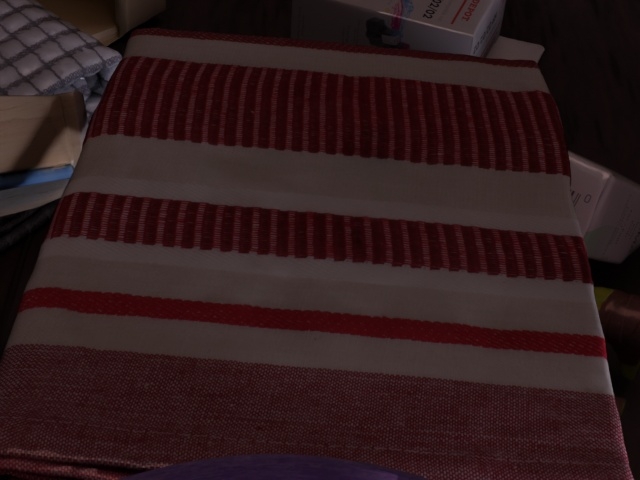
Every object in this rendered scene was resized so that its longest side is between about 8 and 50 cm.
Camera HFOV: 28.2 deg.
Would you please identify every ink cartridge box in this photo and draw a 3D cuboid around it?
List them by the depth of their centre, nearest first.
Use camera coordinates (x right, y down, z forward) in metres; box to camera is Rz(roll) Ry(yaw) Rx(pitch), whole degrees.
[{"bbox_3d":[0.129,-0.044,0.805,0.181,0.056,0.224,30,8,28],"label":"ink cartridge box"},{"bbox_3d":[0.079,-0.170,0.981,0.181,0.061,0.104,17,43,13],"label":"ink cartridge box"}]

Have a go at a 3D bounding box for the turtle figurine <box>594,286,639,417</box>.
[{"bbox_3d":[0.081,0.030,0.736,0.217,0.087,0.269,22,40,15],"label":"turtle figurine"}]

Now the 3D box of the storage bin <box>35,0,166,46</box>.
[{"bbox_3d":[-0.245,-0.303,0.952,0.260,0.262,0.123,28,44,24],"label":"storage bin"}]

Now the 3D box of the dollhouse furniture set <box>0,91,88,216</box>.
[{"bbox_3d":[-0.233,0.098,0.591,0.286,0.303,0.198,-7,4,16],"label":"dollhouse furniture set"}]

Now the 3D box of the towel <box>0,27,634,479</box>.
[{"bbox_3d":[0.000,0.000,0.570,0.237,0.037,0.329,6,36,0],"label":"towel"}]

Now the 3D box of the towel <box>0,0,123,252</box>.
[{"bbox_3d":[-0.295,-0.066,0.789,0.235,0.121,0.283,36,55,20],"label":"towel"}]

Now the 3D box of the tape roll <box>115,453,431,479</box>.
[{"bbox_3d":[-0.018,0.200,0.344,0.274,0.090,0.275,-4,54,5],"label":"tape roll"}]
